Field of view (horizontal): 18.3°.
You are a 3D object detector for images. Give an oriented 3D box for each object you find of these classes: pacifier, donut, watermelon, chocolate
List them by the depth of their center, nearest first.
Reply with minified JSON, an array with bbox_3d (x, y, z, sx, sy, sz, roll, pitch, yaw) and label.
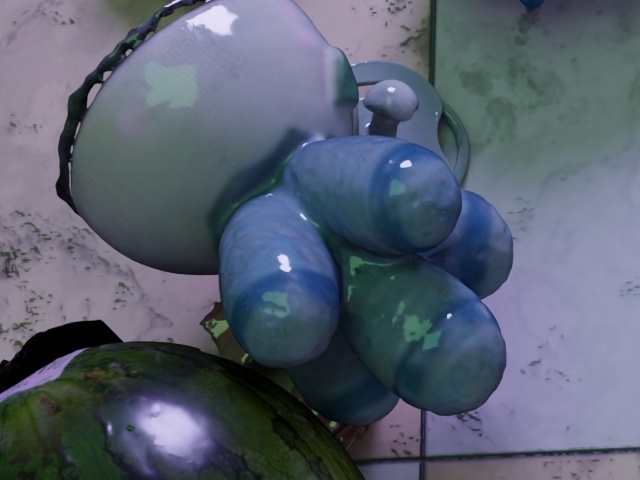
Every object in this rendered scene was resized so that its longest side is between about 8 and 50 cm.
[{"bbox_3d":[-0.112,0.250,1.339,0.363,0.363,0.363,-7,67,16],"label":"watermelon"},{"bbox_3d":[-0.009,0.091,1.519,0.117,0.065,0.166,-39,63,2],"label":"donut"},{"bbox_3d":[0.058,-0.085,1.543,0.127,0.116,0.150,2,64,-7],"label":"pacifier"},{"bbox_3d":[-0.225,0.144,1.553,0.133,0.156,0.156,-13,62,44],"label":"chocolate"}]

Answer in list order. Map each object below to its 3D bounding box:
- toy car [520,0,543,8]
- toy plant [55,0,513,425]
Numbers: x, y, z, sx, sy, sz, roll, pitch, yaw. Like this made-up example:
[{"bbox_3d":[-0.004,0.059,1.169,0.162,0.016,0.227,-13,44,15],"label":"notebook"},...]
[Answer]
[{"bbox_3d":[0.185,-0.276,1.536,0.255,0.188,0.190,-10,74,12],"label":"toy car"},{"bbox_3d":[0.000,0.000,1.391,0.247,0.247,0.332,-45,63,-2],"label":"toy plant"}]
